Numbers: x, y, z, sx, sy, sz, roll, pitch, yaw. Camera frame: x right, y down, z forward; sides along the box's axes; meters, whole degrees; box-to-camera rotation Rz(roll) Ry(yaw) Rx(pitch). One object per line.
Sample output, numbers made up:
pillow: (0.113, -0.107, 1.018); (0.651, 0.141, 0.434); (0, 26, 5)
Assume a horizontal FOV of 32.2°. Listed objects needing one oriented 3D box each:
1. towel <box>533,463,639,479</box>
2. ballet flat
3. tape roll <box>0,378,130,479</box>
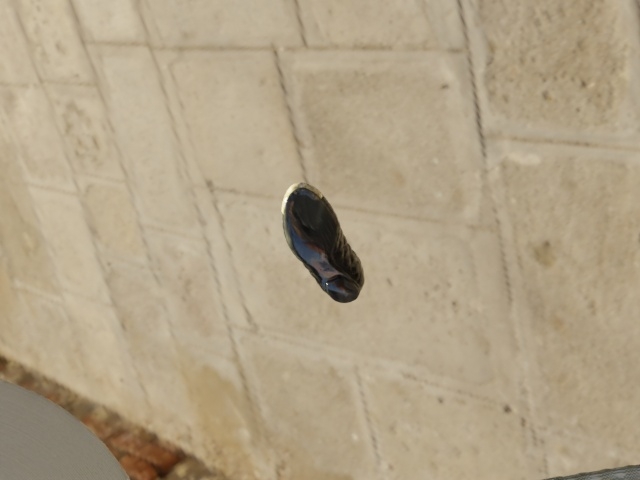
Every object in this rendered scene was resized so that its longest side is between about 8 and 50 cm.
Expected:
towel: (0.148, 0.277, 0.892); (0.312, 0.324, 0.056); (73, -172, -53)
ballet flat: (0.000, 0.000, 1.133); (0.173, 0.057, 0.049); (64, -166, -45)
tape roll: (-0.328, 0.302, 0.918); (0.392, 0.392, 0.072); (53, 150, 9)
